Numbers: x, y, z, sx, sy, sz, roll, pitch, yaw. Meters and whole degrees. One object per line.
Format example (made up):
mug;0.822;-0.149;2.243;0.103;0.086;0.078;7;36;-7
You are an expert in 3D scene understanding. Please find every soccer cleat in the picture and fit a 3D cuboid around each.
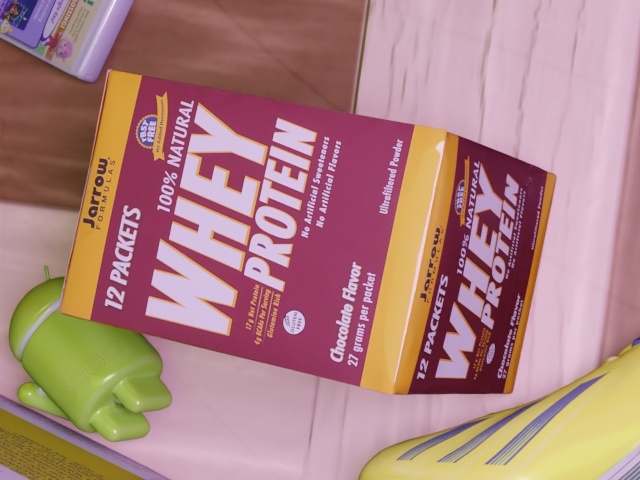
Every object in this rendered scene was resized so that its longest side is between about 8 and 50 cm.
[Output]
soccer cleat;0.157;0.103;0.929;0.289;0.093;0.121;-11;58;25

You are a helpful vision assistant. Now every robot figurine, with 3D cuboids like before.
robot figurine;-0.142;0.069;1.059;0.115;0.067;0.101;44;111;21

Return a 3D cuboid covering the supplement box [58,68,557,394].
supplement box;0.000;0.000;0.935;0.191;0.194;0.129;12;90;24

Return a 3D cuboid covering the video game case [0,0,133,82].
video game case;-0.177;-0.235;1.126;0.193;0.023;0.212;28;96;23

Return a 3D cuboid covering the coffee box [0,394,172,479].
coffee box;-0.209;0.284;0.923;0.338;0.334;0.338;24;95;23
